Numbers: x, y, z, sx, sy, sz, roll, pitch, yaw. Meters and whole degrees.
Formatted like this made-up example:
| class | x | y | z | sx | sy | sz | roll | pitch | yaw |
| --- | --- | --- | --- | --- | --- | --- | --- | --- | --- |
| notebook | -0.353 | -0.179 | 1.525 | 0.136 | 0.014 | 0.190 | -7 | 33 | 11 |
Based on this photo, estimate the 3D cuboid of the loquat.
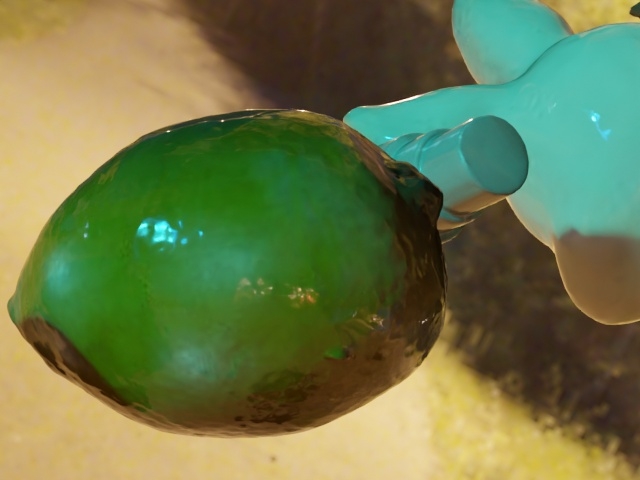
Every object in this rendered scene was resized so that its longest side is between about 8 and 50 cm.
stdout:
| class | x | y | z | sx | sy | sz | roll | pitch | yaw |
| --- | --- | --- | --- | --- | --- | --- | --- | --- | --- |
| loquat | -0.039 | 0.016 | 0.848 | 0.195 | 0.152 | 0.152 | -17 | 1 | 7 |

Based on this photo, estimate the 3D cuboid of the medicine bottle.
| class | x | y | z | sx | sy | sz | roll | pitch | yaw |
| --- | --- | --- | --- | --- | --- | --- | --- | --- | --- |
| medicine bottle | 0.000 | 0.000 | 1.190 | 0.110 | 0.110 | 0.352 | 23 | -27 | -25 |

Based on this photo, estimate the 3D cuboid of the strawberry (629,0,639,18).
| class | x | y | z | sx | sy | sz | roll | pitch | yaw |
| --- | --- | --- | --- | --- | --- | --- | --- | --- | --- |
| strawberry | 0.287 | -0.200 | 0.884 | 0.265 | 0.336 | 0.149 | 16 | 37 | -44 |

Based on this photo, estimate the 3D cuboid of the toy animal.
| class | x | y | z | sx | sy | sz | roll | pitch | yaw |
| --- | --- | --- | --- | --- | --- | --- | --- | --- | --- |
| toy animal | 0.206 | -0.076 | 1.196 | 0.368 | 0.241 | 0.196 | 5 | 34 | 40 |
